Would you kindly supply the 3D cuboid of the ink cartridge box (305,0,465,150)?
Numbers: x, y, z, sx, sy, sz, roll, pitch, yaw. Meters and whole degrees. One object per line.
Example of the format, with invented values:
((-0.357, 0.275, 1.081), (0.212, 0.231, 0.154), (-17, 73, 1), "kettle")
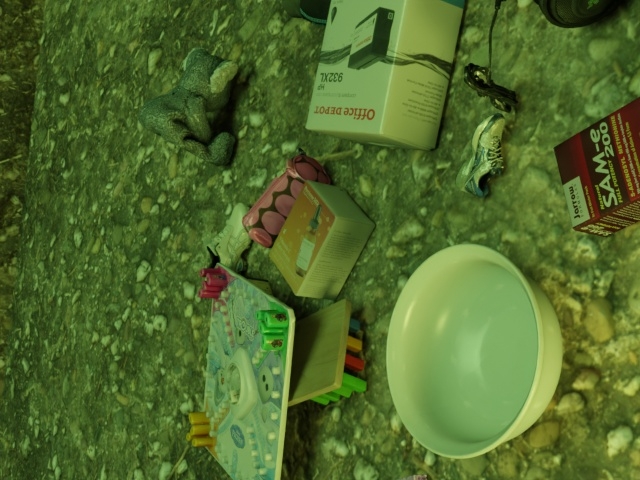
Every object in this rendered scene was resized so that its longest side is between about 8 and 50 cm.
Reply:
((0.110, -0.320, 1.713), (0.223, 0.129, 0.308), (13, 93, 54), "ink cartridge box")

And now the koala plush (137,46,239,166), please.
((-0.268, -0.310, 2.200), (0.196, 0.203, 0.221), (35, 98, 51), "koala plush")

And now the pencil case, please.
((-0.072, -0.075, 1.931), (0.209, 0.098, 0.095), (-50, 45, 36), "pencil case")

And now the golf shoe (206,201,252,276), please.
((-0.191, 0.003, 2.085), (0.069, 0.086, 0.176), (5, 84, 56), "golf shoe")

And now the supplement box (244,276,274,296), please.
((-0.135, 0.132, 2.000), (0.083, 0.056, 0.083), (-53, 43, 32), "supplement box")

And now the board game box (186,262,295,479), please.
((-0.163, 0.272, 1.913), (0.390, 0.050, 0.390), (-154, 68, -62), "board game box")

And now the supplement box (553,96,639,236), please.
((0.420, -0.110, 1.287), (0.239, 0.073, 0.130), (-33, 56, 46), "supplement box")

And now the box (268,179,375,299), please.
((0.000, 0.000, 1.819), (0.130, 0.091, 0.171), (52, 123, 46), "box")

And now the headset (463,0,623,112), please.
((0.338, -0.378, 1.450), (0.394, 0.185, 0.243), (-55, 44, 8), "headset")

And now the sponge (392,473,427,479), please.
((0.129, 0.479, 1.575), (0.117, 0.031, 0.210), (-27, 61, 48), "sponge")

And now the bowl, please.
((0.237, 0.159, 1.420), (0.297, 0.134, 0.298), (-19, 66, 50), "bowl")

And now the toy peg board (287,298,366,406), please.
((0.017, 0.209, 1.775), (0.161, 0.079, 0.161), (-29, 44, 47), "toy peg board")

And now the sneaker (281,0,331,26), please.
((0.056, -0.562, 1.889), (0.139, 0.125, 0.341), (27, 102, 25), "sneaker")

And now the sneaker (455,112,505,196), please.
((0.259, -0.127, 1.540), (0.058, 0.052, 0.135), (39, 121, 40), "sneaker")
